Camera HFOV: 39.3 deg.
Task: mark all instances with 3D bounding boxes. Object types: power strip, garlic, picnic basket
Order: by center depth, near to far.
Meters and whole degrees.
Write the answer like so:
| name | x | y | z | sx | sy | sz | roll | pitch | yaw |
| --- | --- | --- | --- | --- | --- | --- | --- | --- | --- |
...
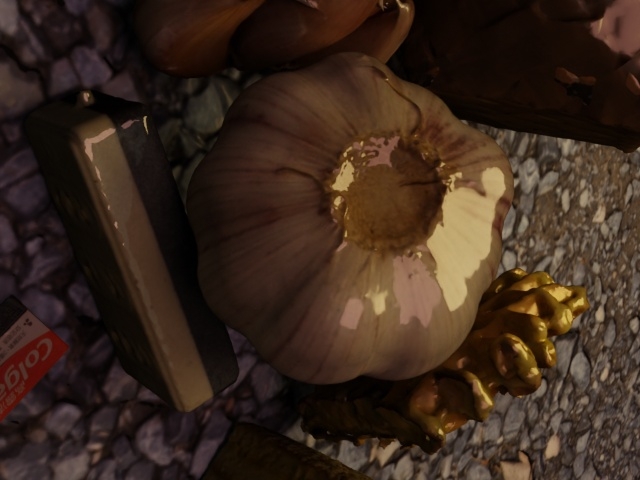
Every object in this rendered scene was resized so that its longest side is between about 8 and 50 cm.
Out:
| name | x | y | z | sx | sy | sz | roll | pitch | yaw |
| --- | --- | --- | --- | --- | --- | --- | --- | --- | --- |
| power strip | -0.145 | 0.006 | 0.689 | 0.070 | 0.105 | 0.257 | -30 | 120 | -30 |
| garlic | 0.000 | 0.000 | 0.699 | 0.245 | 0.253 | 0.245 | 7 | 72 | -22 |
| garlic | -0.035 | -0.208 | 0.702 | 0.214 | 0.191 | 0.160 | 6 | 71 | -33 |
| picnic basket | 0.224 | -0.255 | 0.812 | 0.337 | 0.293 | 0.337 | 13 | 90 | -79 |

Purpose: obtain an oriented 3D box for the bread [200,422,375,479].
| name | x | y | z | sx | sy | sz | roll | pitch | yaw |
| --- | --- | --- | --- | --- | --- | --- | --- | --- | --- |
| bread | 0.024 | 0.269 | 0.833 | 0.184 | 0.234 | 0.110 | 35 | 74 | -44 |

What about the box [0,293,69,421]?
| name | x | y | z | sx | sy | sz | roll | pitch | yaw |
| --- | --- | --- | --- | --- | --- | --- | --- | --- | --- |
| box | -0.279 | 0.139 | 0.649 | 0.218 | 0.039 | 0.055 | -49 | 128 | -21 |

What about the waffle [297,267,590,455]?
| name | x | y | z | sx | sy | sz | roll | pitch | yaw |
| --- | --- | --- | --- | --- | --- | --- | --- | --- | --- |
| waffle | 0.098 | 0.114 | 0.822 | 0.065 | 0.309 | 0.283 | 55 | 19 | -6 |
